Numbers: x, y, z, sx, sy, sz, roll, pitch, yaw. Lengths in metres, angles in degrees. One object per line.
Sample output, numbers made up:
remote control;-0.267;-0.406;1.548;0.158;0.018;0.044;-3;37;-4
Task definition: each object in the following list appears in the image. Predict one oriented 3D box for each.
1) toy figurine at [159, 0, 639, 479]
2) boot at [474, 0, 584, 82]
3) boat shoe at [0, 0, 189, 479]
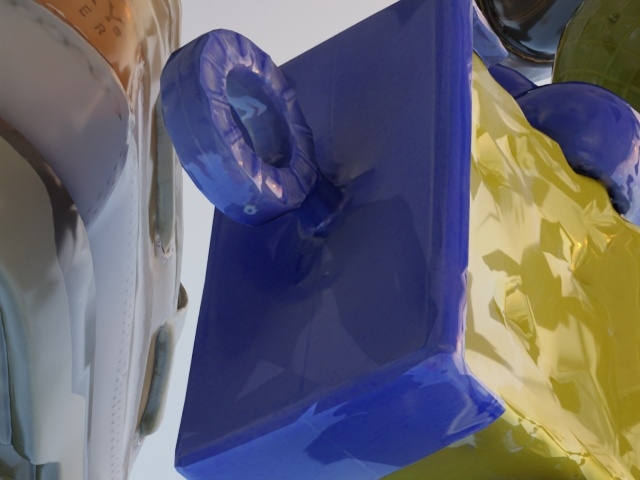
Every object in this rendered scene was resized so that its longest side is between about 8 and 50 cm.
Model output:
toy figurine;0.065;-0.006;0.419;0.191;0.217;0.363;-32;-144;36
boot;0.115;-0.175;0.747;0.082;0.219;0.106;15;165;-13
boat shoe;-0.085;0.031;0.535;0.103;0.113;0.302;-56;175;-32
